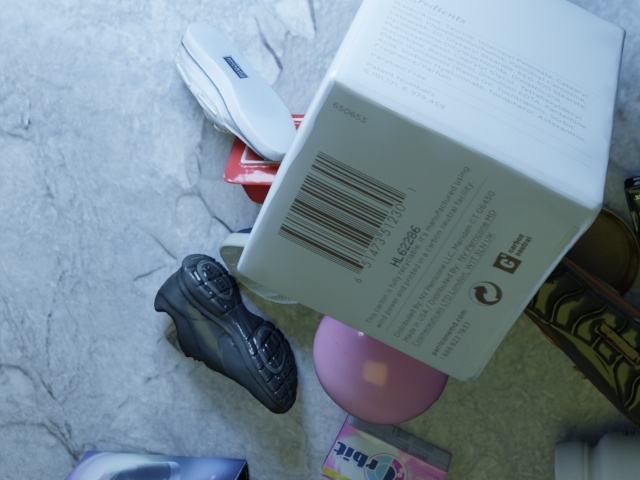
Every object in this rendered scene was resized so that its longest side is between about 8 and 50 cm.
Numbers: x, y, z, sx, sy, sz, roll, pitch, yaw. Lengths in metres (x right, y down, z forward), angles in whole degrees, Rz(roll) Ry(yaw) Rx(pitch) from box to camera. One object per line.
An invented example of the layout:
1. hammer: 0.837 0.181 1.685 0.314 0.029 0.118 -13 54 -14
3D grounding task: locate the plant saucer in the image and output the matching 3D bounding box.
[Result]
1. plant saucer: 0.377 0.023 1.707 0.168 0.029 0.168 4 109 12

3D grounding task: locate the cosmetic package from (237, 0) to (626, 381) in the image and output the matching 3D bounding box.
1. cosmetic package: 0.144 -0.116 1.454 0.327 0.394 0.329 25 133 -3

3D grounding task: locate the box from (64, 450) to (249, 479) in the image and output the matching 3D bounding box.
1. box: -0.288 0.486 1.881 0.294 0.296 0.183 0 110 13

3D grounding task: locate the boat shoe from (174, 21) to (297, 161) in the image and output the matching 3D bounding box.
1. boat shoe: -0.124 -0.197 1.683 0.258 0.095 0.084 57 132 26

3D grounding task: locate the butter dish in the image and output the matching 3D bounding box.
1. butter dish: -0.046 -0.101 1.714 0.160 0.160 0.118 2 133 12

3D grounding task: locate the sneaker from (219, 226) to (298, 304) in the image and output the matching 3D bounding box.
1. sneaker: 0.000 0.000 1.727 0.350 0.148 0.131 -2 130 46

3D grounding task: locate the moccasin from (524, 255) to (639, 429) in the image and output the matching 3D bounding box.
1. moccasin: 0.408 0.148 1.666 0.380 0.147 0.139 36 100 0

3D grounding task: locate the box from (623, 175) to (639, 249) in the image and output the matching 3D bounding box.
1. box: 0.543 -0.023 1.607 0.220 0.051 0.175 -14 106 17

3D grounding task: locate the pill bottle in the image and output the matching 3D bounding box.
1. pill bottle: 0.492 0.359 1.728 0.283 0.160 0.160 -4 108 15

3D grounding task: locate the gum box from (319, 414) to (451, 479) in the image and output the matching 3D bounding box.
1. gum box: 0.108 0.358 1.870 0.188 0.062 0.107 26 113 3

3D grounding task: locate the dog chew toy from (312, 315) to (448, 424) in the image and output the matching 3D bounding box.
1. dog chew toy: 0.136 0.106 1.707 0.206 0.206 0.332 36 106 -1

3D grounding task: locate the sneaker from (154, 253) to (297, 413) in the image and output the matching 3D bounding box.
1. sneaker: -0.147 0.159 1.848 0.130 0.109 0.286 -38 88 28
